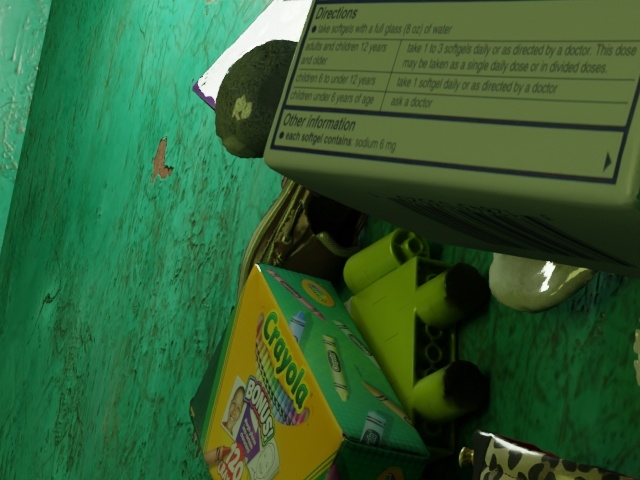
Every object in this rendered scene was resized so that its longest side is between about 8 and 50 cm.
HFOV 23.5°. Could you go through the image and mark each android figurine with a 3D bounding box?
[{"bbox_3d":[0.053,0.118,1.325,0.273,0.056,0.248,-33,49,56],"label":"android figurine"}]

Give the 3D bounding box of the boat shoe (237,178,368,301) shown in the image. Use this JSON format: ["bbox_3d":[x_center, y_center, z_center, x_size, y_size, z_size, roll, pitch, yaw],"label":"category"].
[{"bbox_3d":[-0.007,-0.002,1.477,0.095,0.095,0.257,35,109,59],"label":"boat shoe"}]

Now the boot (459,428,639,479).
[{"bbox_3d":[0.104,0.273,1.024,0.377,0.138,0.284,175,113,-76],"label":"boot"}]

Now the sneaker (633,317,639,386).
[{"bbox_3d":[0.240,0.038,0.927,0.075,0.063,0.170,167,119,-71],"label":"sneaker"}]

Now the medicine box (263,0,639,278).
[{"bbox_3d":[0.139,-0.140,0.783,0.263,0.149,0.289,10,80,52],"label":"medicine box"}]

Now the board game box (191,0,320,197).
[{"bbox_3d":[-0.002,-0.174,1.505,0.208,0.056,0.347,-51,26,1],"label":"board game box"}]

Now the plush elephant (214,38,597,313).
[{"bbox_3d":[0.120,-0.100,1.067,0.255,0.330,0.272,97,-168,-71],"label":"plush elephant"}]

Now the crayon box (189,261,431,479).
[{"bbox_3d":[-0.018,0.160,1.285,0.165,0.081,0.278,-65,27,20],"label":"crayon box"}]
